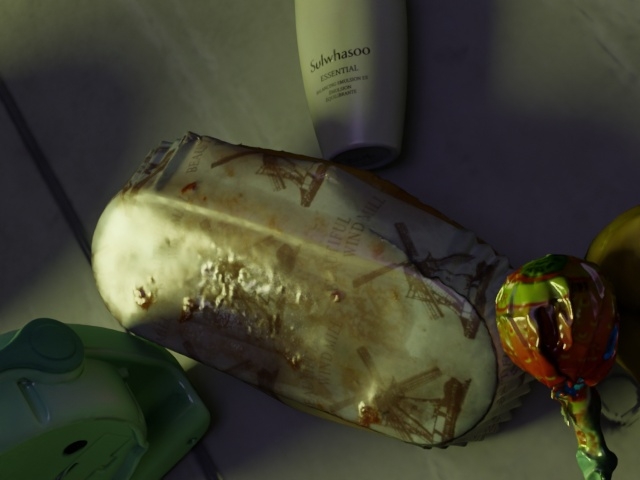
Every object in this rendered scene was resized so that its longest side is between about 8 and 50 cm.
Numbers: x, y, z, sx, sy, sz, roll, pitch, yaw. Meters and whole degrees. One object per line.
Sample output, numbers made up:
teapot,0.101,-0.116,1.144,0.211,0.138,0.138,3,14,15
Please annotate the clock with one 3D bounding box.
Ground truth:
clock,-0.170,0.115,0.548,0.159,0.211,0.066,-45,61,10

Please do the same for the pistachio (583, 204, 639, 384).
pistachio,0.205,0.031,0.453,0.189,0.110,0.100,15,50,29

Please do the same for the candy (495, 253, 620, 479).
candy,0.126,0.103,0.471,0.060,0.060,0.201,-11,98,23

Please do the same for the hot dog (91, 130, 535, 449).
hot dog,-0.008,0.024,0.555,0.268,0.075,0.144,24,110,23

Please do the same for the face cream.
face cream,0.019,-0.133,0.622,0.072,0.051,0.182,-13,69,26
